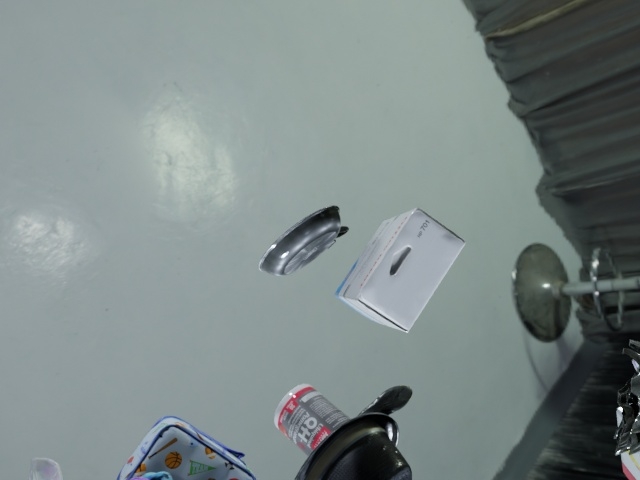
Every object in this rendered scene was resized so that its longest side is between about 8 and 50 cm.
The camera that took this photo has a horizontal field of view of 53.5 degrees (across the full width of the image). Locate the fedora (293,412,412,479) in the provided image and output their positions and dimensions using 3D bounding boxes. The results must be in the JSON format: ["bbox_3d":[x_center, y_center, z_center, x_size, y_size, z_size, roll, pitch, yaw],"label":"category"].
[{"bbox_3d":[0.087,0.551,1.396,0.334,0.152,0.334,-19,124,-32],"label":"fedora"}]

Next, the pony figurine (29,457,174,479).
[{"bbox_3d":[-0.379,0.477,0.909,0.363,0.351,0.303,-27,88,-51],"label":"pony figurine"}]

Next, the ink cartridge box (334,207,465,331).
[{"bbox_3d":[0.099,0.040,0.856,0.082,0.190,0.140,35,84,-5],"label":"ink cartridge box"}]

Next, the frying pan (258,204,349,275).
[{"bbox_3d":[-0.024,0.018,1.299,0.197,0.326,0.053,-39,75,0],"label":"frying pan"}]

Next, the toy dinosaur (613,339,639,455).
[{"bbox_3d":[0.436,0.189,0.667,0.164,0.218,0.322,69,32,-47],"label":"toy dinosaur"}]

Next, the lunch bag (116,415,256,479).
[{"bbox_3d":[-0.310,0.577,1.516,0.303,0.115,0.243,39,74,-14],"label":"lunch bag"}]

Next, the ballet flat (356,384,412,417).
[{"bbox_3d":[0.152,0.410,1.565,0.173,0.049,0.057,-29,76,-18],"label":"ballet flat"}]

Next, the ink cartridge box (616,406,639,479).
[{"bbox_3d":[0.482,0.280,0.823,0.128,0.127,0.176,-28,129,0],"label":"ink cartridge box"}]

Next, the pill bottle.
[{"bbox_3d":[0.017,0.607,1.987,0.176,0.318,0.176,-30,136,-34],"label":"pill bottle"}]

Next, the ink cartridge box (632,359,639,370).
[{"bbox_3d":[0.688,0.256,1.124,0.206,0.208,0.045,65,10,-2],"label":"ink cartridge box"}]
